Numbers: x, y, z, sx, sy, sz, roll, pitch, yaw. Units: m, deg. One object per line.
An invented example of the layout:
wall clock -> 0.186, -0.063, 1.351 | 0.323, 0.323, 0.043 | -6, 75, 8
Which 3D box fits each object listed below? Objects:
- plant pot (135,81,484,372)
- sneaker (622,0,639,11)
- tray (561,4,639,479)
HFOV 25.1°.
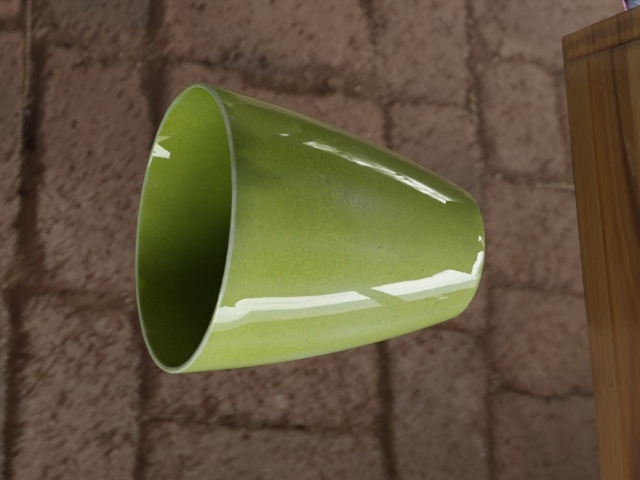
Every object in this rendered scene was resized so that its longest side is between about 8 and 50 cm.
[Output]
plant pot -> 0.000, 0.000, 1.406 | 0.294, 0.275, 0.274 | 5, 73, -25
sneaker -> 0.273, -0.260, 1.234 | 0.112, 0.131, 0.319 | -16, 56, -46
tray -> 0.189, 0.093, 0.698 | 0.076, 0.203, 0.410 | -5, 93, -5
